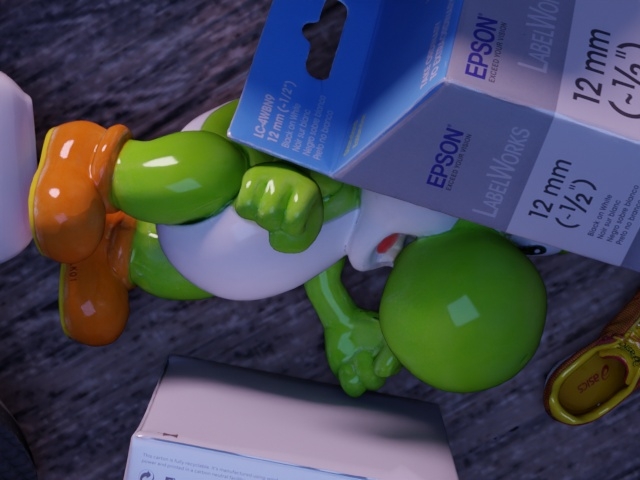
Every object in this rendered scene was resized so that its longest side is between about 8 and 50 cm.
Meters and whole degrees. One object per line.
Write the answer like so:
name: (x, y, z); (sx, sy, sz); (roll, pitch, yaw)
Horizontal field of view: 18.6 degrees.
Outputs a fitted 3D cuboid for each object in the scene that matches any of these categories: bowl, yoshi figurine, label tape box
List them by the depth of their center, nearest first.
label tape box: (0.141, -0.125, 1.247); (0.348, 0.249, 0.115); (18, 136, -3)
yoshi figurine: (-0.001, 0.018, 1.290); (0.362, 0.203, 0.203); (-1, 103, 4)
bowl: (-0.223, -0.054, 1.322); (0.053, 0.142, 0.142); (-6, 97, -15)

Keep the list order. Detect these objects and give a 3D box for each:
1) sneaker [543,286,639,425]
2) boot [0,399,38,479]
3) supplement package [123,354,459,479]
sneaker: (0.230, 0.069, 1.363); (0.064, 0.067, 0.175); (43, 94, -3)
boot: (-0.282, 0.038, 1.324); (0.118, 0.338, 0.222); (-14, 52, -1)
supplement package: (-0.025, 0.183, 1.282); (0.204, 0.262, 0.145); (11, 98, -1)
